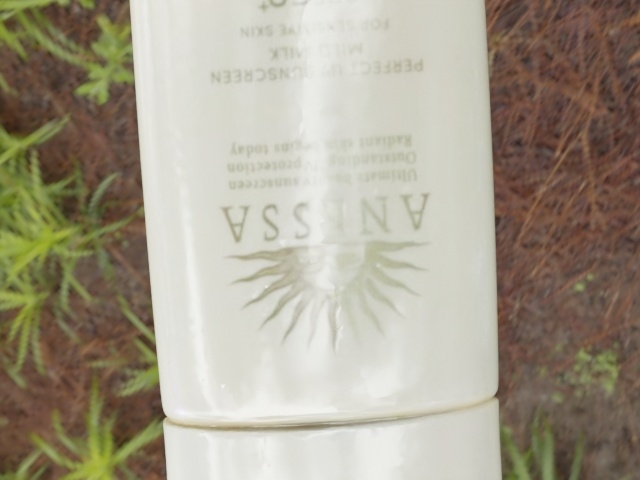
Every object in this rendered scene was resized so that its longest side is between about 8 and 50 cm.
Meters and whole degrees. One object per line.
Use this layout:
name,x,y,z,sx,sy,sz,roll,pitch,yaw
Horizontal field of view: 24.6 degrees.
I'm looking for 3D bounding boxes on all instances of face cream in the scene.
face cream,0.000,0.000,0.726,0.173,0.081,0.348,-3,96,-3
